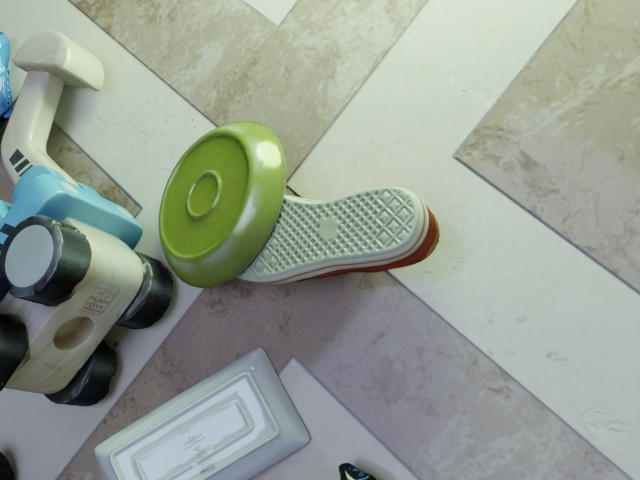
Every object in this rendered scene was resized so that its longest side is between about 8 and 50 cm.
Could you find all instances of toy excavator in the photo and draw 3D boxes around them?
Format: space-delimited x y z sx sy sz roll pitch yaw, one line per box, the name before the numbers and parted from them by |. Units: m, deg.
toy excavator | -0.408 -0.049 1.086 0.445 0.222 0.433 40 96 32

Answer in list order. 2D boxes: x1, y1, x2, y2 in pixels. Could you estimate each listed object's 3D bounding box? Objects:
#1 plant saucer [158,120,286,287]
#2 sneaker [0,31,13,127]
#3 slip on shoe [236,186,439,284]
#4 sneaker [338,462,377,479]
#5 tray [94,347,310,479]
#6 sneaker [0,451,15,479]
plant saucer | -0.145 -0.057 1.011 0.241 0.037 0.240 -18 61 36
sneaker | -0.536 -0.242 1.244 0.082 0.069 0.209 14 75 -9
slip on shoe | 0.000 0.000 0.956 0.331 0.101 0.123 -6 71 34
sneaker | -0.006 0.376 0.905 0.090 0.081 0.232 40 90 26
tray | -0.162 0.266 0.981 0.270 0.030 0.145 -32 71 2
sneaker | -0.545 0.436 1.100 0.130 0.109 0.286 14 84 30
